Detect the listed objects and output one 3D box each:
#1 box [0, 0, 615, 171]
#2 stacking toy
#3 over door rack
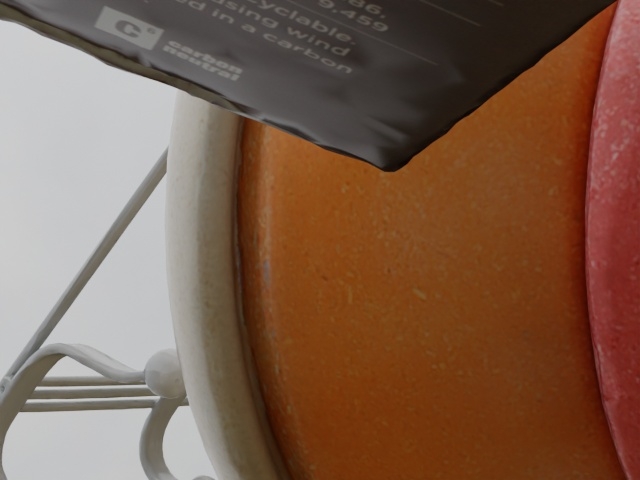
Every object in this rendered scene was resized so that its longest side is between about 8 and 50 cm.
[{"bbox_3d":[0.040,-0.162,0.273,0.381,0.143,0.191,141,150,-70],"label":"box"},{"bbox_3d":[0.218,-0.004,0.601,0.351,0.480,0.350,-4,-85,-50],"label":"stacking toy"},{"bbox_3d":[0.000,0.000,0.868,0.239,0.108,0.324,2,-59,-50],"label":"over door rack"}]
